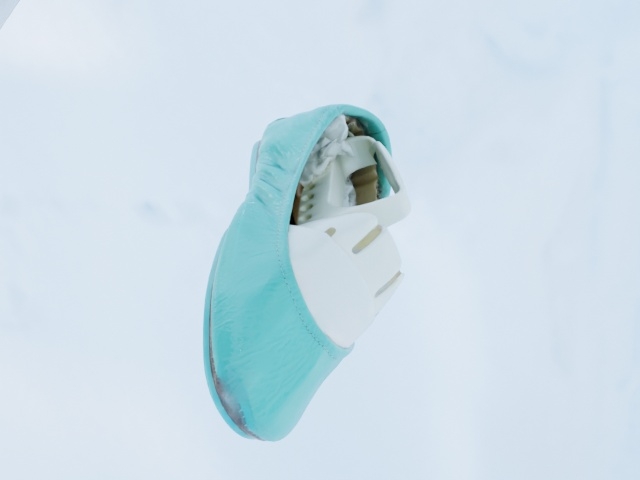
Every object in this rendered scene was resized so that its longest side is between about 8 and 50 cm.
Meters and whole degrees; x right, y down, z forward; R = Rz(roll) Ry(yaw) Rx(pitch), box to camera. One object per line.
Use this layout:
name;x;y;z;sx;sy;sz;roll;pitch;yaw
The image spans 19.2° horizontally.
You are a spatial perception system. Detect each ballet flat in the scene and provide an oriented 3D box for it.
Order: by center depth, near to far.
ballet flat;0.000;0.000;0.935;0.087;0.247;0.083;-23;117;19

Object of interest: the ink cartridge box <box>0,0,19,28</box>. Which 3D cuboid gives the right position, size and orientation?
ink cartridge box;-0.117;-0.117;0.527;0.099;0.135;0.056;32;-177;-41
